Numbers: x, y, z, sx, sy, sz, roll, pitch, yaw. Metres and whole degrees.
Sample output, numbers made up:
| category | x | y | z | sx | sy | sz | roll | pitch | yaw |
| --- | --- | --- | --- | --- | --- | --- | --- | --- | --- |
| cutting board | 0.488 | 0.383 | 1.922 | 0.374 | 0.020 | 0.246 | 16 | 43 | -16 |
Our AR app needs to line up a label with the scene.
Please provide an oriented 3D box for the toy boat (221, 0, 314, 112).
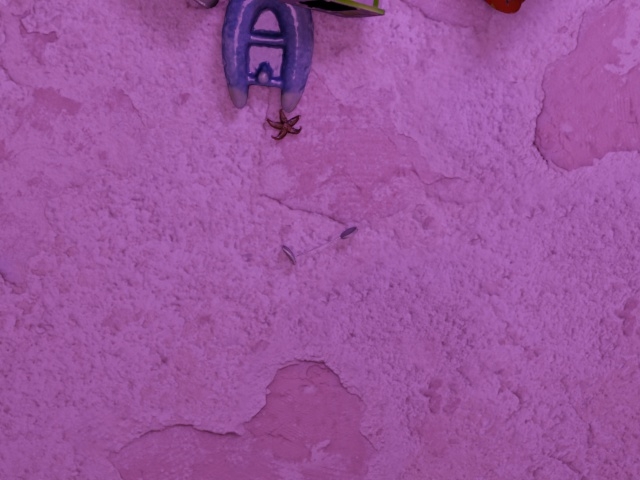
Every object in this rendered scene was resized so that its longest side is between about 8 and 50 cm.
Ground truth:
| category | x | y | z | sx | sy | sz | roll | pitch | yaw |
| --- | --- | --- | --- | --- | --- | --- | --- | --- | --- |
| toy boat | -0.121 | -0.459 | 1.656 | 0.215 | 0.123 | 0.330 | 7 | 108 | -5 |

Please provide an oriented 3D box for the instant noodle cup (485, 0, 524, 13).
| category | x | y | z | sx | sy | sz | roll | pitch | yaw |
| --- | --- | --- | --- | --- | --- | --- | --- | --- | --- |
| instant noodle cup | 0.439 | -0.658 | 1.581 | 0.192 | 0.250 | 0.250 | -34 | 107 | -2 |

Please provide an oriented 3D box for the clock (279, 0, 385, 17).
| category | x | y | z | sx | sy | sz | roll | pitch | yaw |
| --- | --- | --- | --- | --- | --- | --- | --- | --- | --- |
| clock | 0.037 | -0.659 | 1.550 | 0.235 | 0.166 | 0.309 | -3 | 101 | -43 |

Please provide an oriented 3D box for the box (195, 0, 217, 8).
| category | x | y | z | sx | sy | sz | roll | pitch | yaw |
| --- | --- | --- | --- | --- | --- | --- | --- | --- | --- |
| box | -0.285 | -0.619 | 1.582 | 0.210 | 0.148 | 0.129 | 33 | 110 | -11 |

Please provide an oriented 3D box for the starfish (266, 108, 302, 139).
| category | x | y | z | sx | sy | sz | roll | pitch | yaw |
| --- | --- | --- | --- | --- | --- | --- | --- | --- | --- |
| starfish | -0.091 | -0.282 | 1.763 | 0.091 | 0.028 | 0.078 | 14 | 100 | -6 |

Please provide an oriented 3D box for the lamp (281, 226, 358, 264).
| category | x | y | z | sx | sy | sz | roll | pitch | yaw |
| --- | --- | --- | --- | --- | --- | --- | --- | --- | --- |
| lamp | 0.000 | 0.000 | 1.848 | 0.198 | 0.050 | 0.056 | -25 | 106 | 4 |
